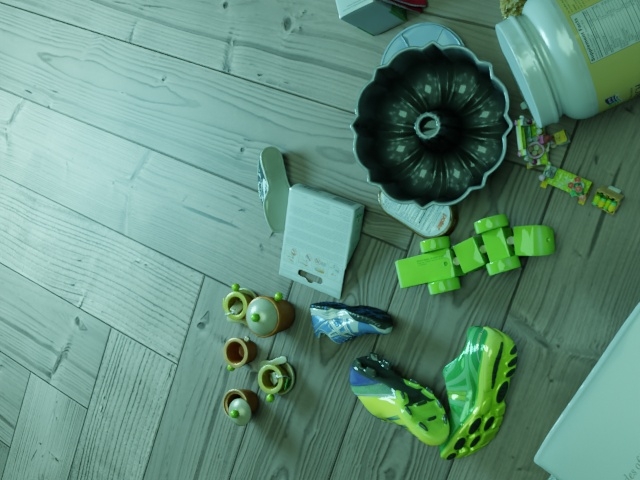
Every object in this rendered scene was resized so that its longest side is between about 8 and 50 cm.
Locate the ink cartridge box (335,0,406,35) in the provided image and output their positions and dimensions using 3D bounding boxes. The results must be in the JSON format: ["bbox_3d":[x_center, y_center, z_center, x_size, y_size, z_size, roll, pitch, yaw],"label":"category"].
[{"bbox_3d":[0.092,-0.575,1.643,0.093,0.160,0.219,-18,79,30],"label":"ink cartridge box"}]

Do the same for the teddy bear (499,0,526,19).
[{"bbox_3d":[0.440,-0.542,1.489,0.338,0.113,0.245,6,99,22],"label":"teddy bear"}]

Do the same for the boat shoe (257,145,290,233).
[{"bbox_3d":[-0.111,-0.118,1.818,0.065,0.075,0.206,173,89,-72],"label":"boat shoe"}]

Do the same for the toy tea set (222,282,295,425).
[{"bbox_3d":[-0.166,0.269,1.789,0.200,0.124,0.336,-2,88,29],"label":"toy tea set"}]

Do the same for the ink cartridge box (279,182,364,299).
[{"bbox_3d":[0.000,0.000,1.757,0.181,0.056,0.224,21,118,28],"label":"ink cartridge box"}]

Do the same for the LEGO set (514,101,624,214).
[{"bbox_3d":[0.451,-0.158,1.459,0.132,0.107,0.287,-32,73,25],"label":"LEGO set"}]

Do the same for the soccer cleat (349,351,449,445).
[{"bbox_3d":[0.164,0.346,1.594,0.289,0.093,0.121,35,131,46],"label":"soccer cleat"}]

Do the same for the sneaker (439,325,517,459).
[{"bbox_3d":[0.308,0.309,1.548,0.123,0.109,0.295,37,114,55],"label":"sneaker"}]

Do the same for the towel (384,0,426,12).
[{"bbox_3d":[0.132,-0.624,1.599,0.031,0.199,0.274,-20,79,40],"label":"towel"}]

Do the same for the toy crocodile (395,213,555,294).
[{"bbox_3d":[0.305,0.032,1.551,0.341,0.105,0.115,-21,79,32],"label":"toy crocodile"}]

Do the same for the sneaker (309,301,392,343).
[{"bbox_3d":[0.070,0.187,1.692,0.211,0.080,0.081,6,98,39],"label":"sneaker"}]

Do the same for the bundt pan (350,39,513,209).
[{"bbox_3d":[0.234,-0.226,1.543,0.331,0.124,0.330,1,92,26],"label":"bundt pan"}]

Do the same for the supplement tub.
[{"bbox_3d":[0.500,-0.358,1.327,0.331,0.241,0.241,-24,77,13],"label":"supplement tub"}]

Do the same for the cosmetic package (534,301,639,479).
[{"bbox_3d":[0.629,0.316,1.220,0.394,0.329,0.327,35,106,26],"label":"cosmetic package"}]

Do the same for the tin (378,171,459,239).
[{"bbox_3d":[0.207,-0.074,1.638,0.190,0.040,0.106,34,109,26],"label":"tin"}]

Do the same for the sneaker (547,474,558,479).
[{"bbox_3d":[0.452,0.490,1.459,0.071,0.083,0.190,30,102,28],"label":"sneaker"}]

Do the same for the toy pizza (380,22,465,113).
[{"bbox_3d":[0.223,-0.363,1.635,0.201,0.032,0.201,1,93,28],"label":"toy pizza"}]
